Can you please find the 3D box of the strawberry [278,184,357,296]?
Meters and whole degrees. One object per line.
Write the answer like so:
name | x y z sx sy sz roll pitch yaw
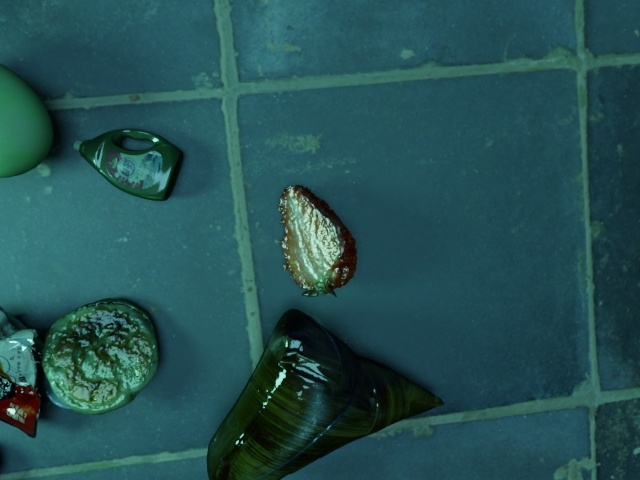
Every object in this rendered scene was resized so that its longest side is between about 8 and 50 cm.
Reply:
strawberry | 0.006 0.000 1.015 0.175 0.106 0.236 4 95 32

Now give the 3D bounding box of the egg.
egg | -0.645 -0.232 0.875 0.269 0.220 0.221 25 93 -8

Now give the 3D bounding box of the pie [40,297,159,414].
pie | -0.458 0.238 0.986 0.240 0.054 0.241 4 76 -18

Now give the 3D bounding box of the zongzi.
zongzi | 0.012 0.415 1.015 0.432 0.208 0.404 30 98 -18

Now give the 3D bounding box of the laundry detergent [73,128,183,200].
laundry detergent | -0.404 -0.172 0.982 0.210 0.063 0.137 21 91 -4

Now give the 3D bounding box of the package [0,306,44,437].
package | -0.637 0.267 0.963 0.194 0.071 0.270 30 119 21

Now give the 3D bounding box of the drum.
drum | -0.566 0.245 1.011 0.130 0.049 0.253 -29 97 -1
